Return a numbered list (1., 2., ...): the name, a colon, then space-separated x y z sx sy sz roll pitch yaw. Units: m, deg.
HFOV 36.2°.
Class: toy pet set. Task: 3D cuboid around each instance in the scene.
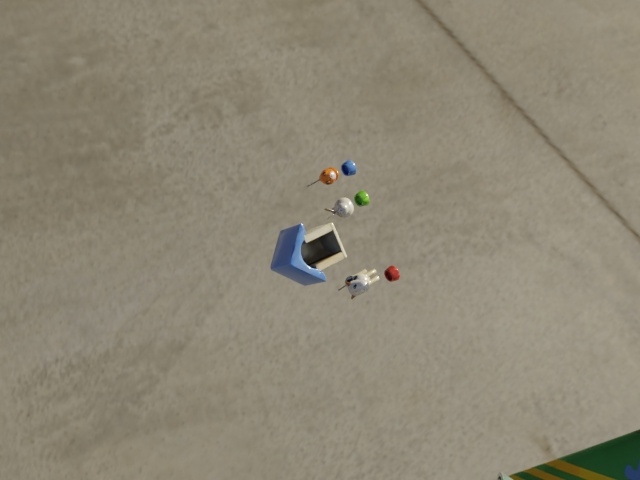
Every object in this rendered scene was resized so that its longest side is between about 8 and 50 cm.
1. toy pet set: 0.000 0.000 0.933 0.065 0.114 0.122 -26 96 -31

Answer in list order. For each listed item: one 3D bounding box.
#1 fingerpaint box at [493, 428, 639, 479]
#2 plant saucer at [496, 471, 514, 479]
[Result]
1. fingerpaint box: 0.260 0.346 0.628 0.163 0.371 0.445 -1 67 -38
2. plant saucer: 0.074 0.146 0.358 0.021 0.119 0.119 1 52 8
